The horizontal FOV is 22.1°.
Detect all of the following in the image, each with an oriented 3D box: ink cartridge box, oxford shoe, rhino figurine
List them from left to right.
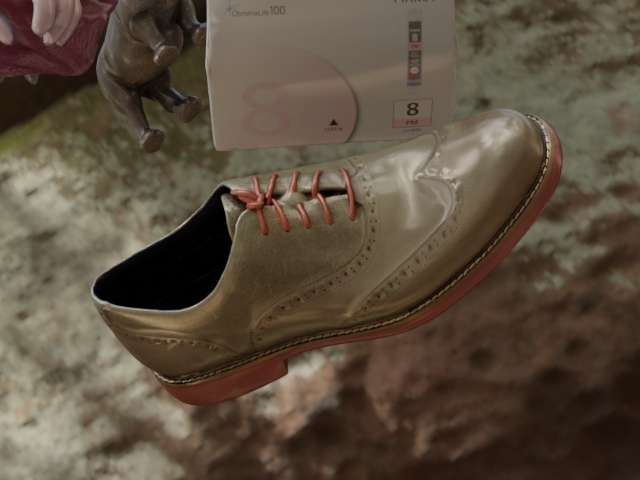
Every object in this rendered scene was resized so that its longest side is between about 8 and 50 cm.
[{"bbox_3d":[-0.147,-0.201,1.455,0.073,0.106,0.243,-21,-35,-34],"label":"rhino figurine"},{"bbox_3d":[0.000,0.000,1.131,0.348,0.123,0.130,-31,-45,16],"label":"oxford shoe"},{"bbox_3d":[0.007,-0.167,1.212,0.189,0.066,0.232,-3,-37,-2],"label":"ink cartridge box"}]

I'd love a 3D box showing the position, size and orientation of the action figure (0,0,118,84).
[{"bbox_3d":[-0.201,-0.200,0.743,0.248,0.370,0.276,5,-101,5],"label":"action figure"}]
